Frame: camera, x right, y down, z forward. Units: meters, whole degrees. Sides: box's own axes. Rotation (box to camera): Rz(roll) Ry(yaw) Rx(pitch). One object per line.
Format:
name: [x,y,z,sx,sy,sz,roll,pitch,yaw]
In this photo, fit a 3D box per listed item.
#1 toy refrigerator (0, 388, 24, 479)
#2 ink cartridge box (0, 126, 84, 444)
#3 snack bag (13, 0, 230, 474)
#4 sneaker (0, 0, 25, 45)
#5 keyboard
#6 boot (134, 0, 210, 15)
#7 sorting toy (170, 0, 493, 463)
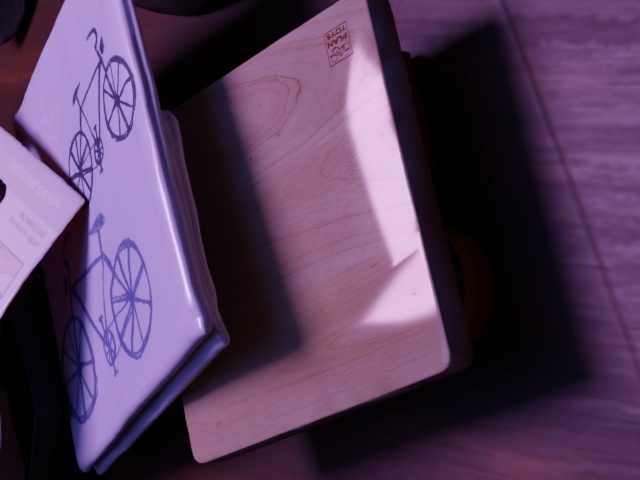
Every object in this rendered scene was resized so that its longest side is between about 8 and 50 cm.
toy refrigerator: [-0.391,0.186,1.459,0.269,0.094,0.102,3,97,47]
ink cartridge box: [-0.340,0.085,1.278,0.308,0.091,0.385,35,93,48]
snack bag: [-0.166,-0.024,1.160,0.323,0.037,0.342,-49,51,56]
sneaker: [-0.297,-0.276,1.401,0.178,0.072,0.077,-61,38,18]
keyboard: [-0.266,0.031,1.309,0.201,0.033,0.317,107,148,-48]
boot: [-0.103,-0.257,1.195,0.305,0.112,0.115,2,59,51]
sorting toy: [0.000,0.000,1.054,0.257,0.089,0.255,-26,69,42]
